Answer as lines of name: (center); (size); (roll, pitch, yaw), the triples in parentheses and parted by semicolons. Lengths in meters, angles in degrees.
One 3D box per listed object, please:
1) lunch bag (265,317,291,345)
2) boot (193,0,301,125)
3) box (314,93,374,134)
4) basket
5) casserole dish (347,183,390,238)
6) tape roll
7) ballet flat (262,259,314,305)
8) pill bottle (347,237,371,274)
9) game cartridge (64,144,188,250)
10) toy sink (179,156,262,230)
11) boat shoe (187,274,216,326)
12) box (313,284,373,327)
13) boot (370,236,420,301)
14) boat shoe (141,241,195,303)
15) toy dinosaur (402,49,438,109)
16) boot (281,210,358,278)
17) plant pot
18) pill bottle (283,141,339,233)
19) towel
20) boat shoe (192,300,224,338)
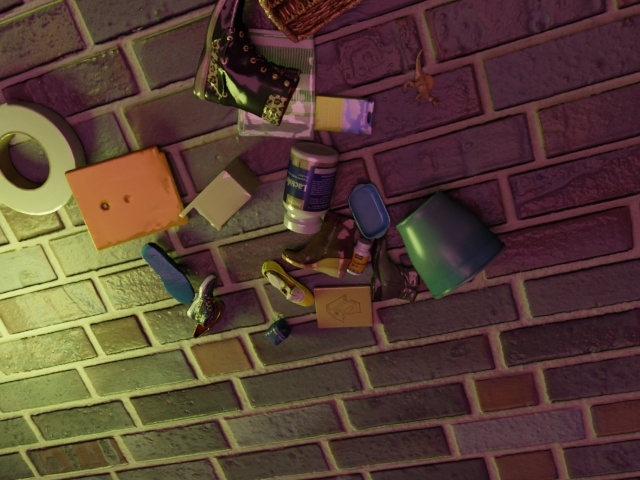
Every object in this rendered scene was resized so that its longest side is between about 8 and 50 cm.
lunch bag: (-0.149, 0.328, 2.120); (0.065, 0.098, 0.067); (-39, 97, 19)
boot: (-0.190, -0.529, 1.688); (0.284, 0.138, 0.377); (24, 119, -2)
box: (0.073, -0.387, 1.802); (0.178, 0.042, 0.109); (6, 115, 6)
basket: (-0.026, -0.705, 1.568); (0.299, 0.213, 0.223); (-26, 95, 18)
casserole dish: (0.152, -0.095, 1.896); (0.114, 0.037, 0.188); (-32, 106, -18)
tape roll: (-0.995, -0.279, 2.003); (0.392, 0.072, 0.392); (4, 114, 9)
ballet flat: (-0.117, 0.164, 2.054); (0.231, 0.077, 0.077); (44, 110, -11)
pill bottle: (0.130, 0.053, 1.973); (0.065, 0.065, 0.116); (19, 114, 0)
game cartridge: (-0.641, -0.144, 1.966); (0.324, 0.052, 0.285); (-18, 111, -9)
toy sink: (-0.321, -0.133, 1.918); (0.234, 0.153, 0.131); (-40, 102, 21)
boat shoe: (-0.402, 0.217, 2.109); (0.083, 0.065, 0.183); (32, 103, 17)
box: (0.083, 0.235, 2.081); (0.201, 0.021, 0.164); (-3, 113, 8)
boot: (0.254, 0.094, 1.978); (0.161, 0.083, 0.246); (-2, 113, -3)
boat shoe: (-0.527, 0.105, 2.094); (0.109, 0.089, 0.258); (-27, 106, 9)
toy dinosaur: (0.291, -0.466, 1.738); (0.093, 0.053, 0.183); (-25, 115, 2)
boot: (0.000, 0.000, 1.974); (0.248, 0.090, 0.206); (15, 97, 21)
plant pot: (0.381, -0.004, 1.813); (0.272, 0.272, 0.255); (-39, 88, 22)
pill bottle: (-0.036, -0.165, 1.856); (0.153, 0.153, 0.264); (12, 115, 4)
towel: (-0.137, -0.475, 1.801); (0.248, 0.038, 0.324); (5, 114, 6)
boat shoe: (-0.416, 0.298, 2.171); (0.064, 0.060, 0.178); (36, 114, -7)
